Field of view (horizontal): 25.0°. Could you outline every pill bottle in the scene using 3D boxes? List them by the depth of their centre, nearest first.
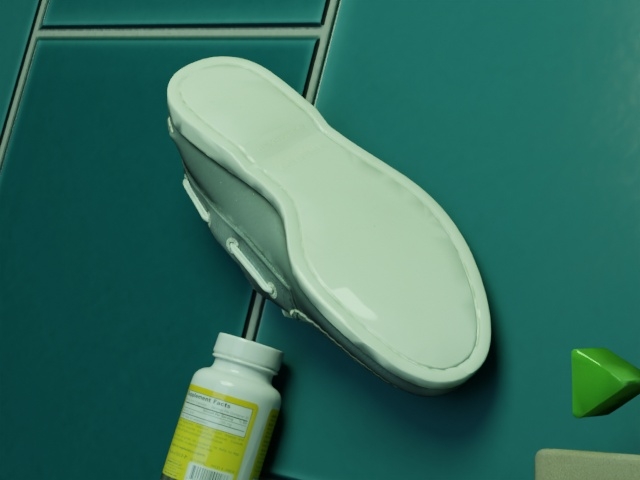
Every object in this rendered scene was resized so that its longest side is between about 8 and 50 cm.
[{"bbox_3d":[-0.064,0.125,0.985,0.065,0.065,0.116,12,82,40],"label":"pill bottle"}]

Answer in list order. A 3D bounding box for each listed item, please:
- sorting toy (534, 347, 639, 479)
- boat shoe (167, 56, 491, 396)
[{"bbox_3d":[0.199,0.206,0.755,0.196,0.047,0.347,-2,86,42],"label":"sorting toy"},{"bbox_3d":[0.000,0.000,0.982,0.319,0.116,0.099,47,148,31],"label":"boat shoe"}]
